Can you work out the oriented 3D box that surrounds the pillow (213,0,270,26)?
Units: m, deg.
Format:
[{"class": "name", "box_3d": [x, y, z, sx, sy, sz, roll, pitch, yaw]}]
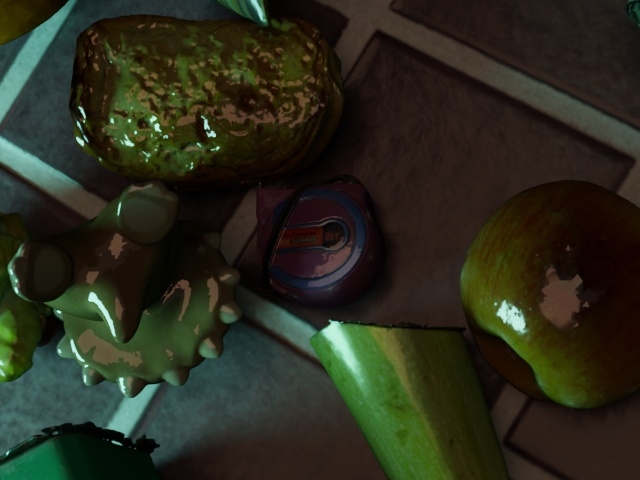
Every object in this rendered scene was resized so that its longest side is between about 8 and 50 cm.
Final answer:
[{"class": "pillow", "box_3d": [-0.104, -0.319, 1.086, 0.052, 0.208, 0.212, -19, 27, -22]}]

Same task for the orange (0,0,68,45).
[{"class": "orange", "box_3d": [-0.363, -0.331, 1.156, 0.284, 0.226, 0.283, 2, 78, -9]}]

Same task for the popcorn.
[{"class": "popcorn", "box_3d": [-0.339, 0.058, 1.103, 0.212, 0.198, 0.198, 39, 90, 12]}]

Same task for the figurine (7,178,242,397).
[{"class": "figurine", "box_3d": [-0.158, 0.050, 1.024, 0.177, 0.247, 0.173, -30, 94, -12]}]

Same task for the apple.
[{"class": "apple", "box_3d": [0.215, 0.042, 0.986, 0.173, 0.160, 0.195, -40, 77, -19]}]

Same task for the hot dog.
[{"class": "hot dog", "box_3d": [-0.103, -0.136, 1.120, 0.259, 0.114, 0.175, 2, 74, 4]}]

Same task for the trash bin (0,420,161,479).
[{"class": "trash bin", "box_3d": [-0.195, 0.365, 0.953, 0.259, 0.295, 0.381, -29, 67, 7]}]

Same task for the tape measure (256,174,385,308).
[{"class": "tape measure", "box_3d": [0.000, 0.000, 1.082, 0.118, 0.074, 0.125, -4, 73, 17]}]

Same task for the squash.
[{"class": "squash", "box_3d": [0.112, 0.179, 0.991, 0.137, 0.137, 0.287, -30, 76, 7]}]

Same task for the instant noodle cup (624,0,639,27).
[{"class": "instant noodle cup", "box_3d": [0.371, -0.276, 0.987, 0.207, 0.207, 0.232, 27, 93, 18]}]

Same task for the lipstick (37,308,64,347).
[{"class": "lipstick", "box_3d": [-0.244, 0.053, 1.156, 0.030, 0.030, 0.129, 34, 89, 18]}]
